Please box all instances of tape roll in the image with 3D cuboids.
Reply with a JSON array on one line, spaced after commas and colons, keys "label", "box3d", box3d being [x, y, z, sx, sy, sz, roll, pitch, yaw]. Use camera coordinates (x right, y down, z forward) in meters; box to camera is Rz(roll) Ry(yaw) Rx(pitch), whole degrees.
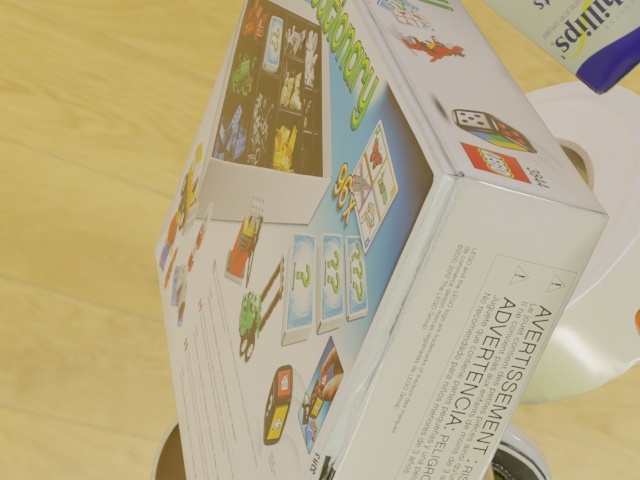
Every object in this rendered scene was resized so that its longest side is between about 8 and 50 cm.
[{"label": "tape roll", "box3d": [0.198, -0.002, 1.434, 0.100, 0.286, 0.286, 42, 77, -34]}]

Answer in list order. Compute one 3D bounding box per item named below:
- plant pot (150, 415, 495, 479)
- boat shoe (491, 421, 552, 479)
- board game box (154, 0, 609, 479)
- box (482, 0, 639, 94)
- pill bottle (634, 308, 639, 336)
[{"label": "plant pot", "box3d": [0.027, 0.191, 1.369, 0.191, 0.284, 0.284, -51, 138, -57]}, {"label": "boat shoe", "box3d": [0.181, 0.302, 1.584, 0.121, 0.119, 0.335, -14, 130, 12]}, {"label": "board game box", "box3d": [0.000, 0.000, 0.601, 0.053, 0.305, 0.193, 15, 114, -17]}, {"label": "box", "box3d": [0.128, -0.164, 0.835, 0.137, 0.072, 0.126, 38, 44, -4]}, {"label": "pill bottle", "box3d": [0.307, 0.003, 0.984, 0.245, 0.130, 0.130, -43, 135, 21]}]
